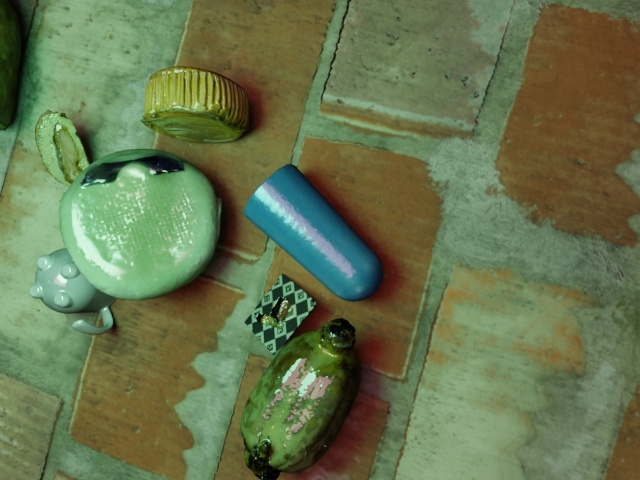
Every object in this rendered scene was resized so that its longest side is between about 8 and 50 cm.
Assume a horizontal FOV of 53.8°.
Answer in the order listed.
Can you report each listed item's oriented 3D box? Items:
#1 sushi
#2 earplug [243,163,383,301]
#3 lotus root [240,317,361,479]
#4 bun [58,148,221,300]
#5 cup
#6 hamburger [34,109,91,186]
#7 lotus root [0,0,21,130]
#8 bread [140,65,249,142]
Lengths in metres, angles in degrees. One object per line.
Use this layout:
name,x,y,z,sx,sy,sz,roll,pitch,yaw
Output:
sushi,-0.071,0.141,1.190,0.126,0.026,0.120,-52,44,0
earplug,0.000,0.000,1.149,0.273,0.132,0.132,44,98,9
lotus root,-0.025,0.276,1.122,0.173,0.173,0.309,34,95,13
bun,-0.336,-0.025,1.207,0.293,0.187,0.293,2,80,-9
cup,-0.492,0.100,1.254,0.134,0.142,0.173,0,88,13
hamburger,-0.533,-0.193,1.296,0.087,0.176,0.102,-25,40,-14
lotus root,-0.741,-0.404,1.287,0.250,0.250,0.346,-5,83,14
bread,-0.232,-0.255,1.182,0.199,0.199,0.104,-1,83,14
